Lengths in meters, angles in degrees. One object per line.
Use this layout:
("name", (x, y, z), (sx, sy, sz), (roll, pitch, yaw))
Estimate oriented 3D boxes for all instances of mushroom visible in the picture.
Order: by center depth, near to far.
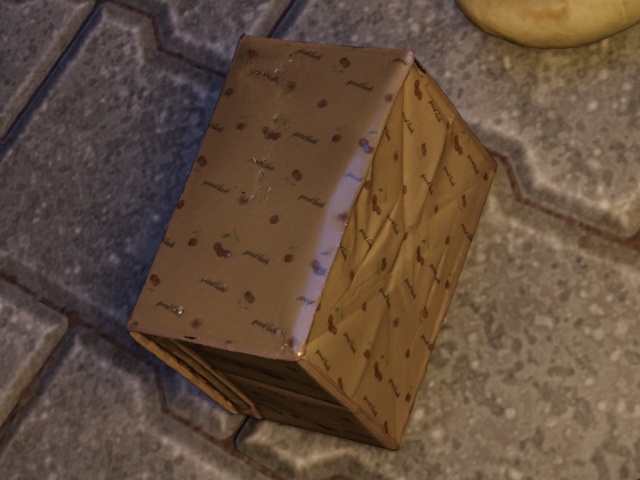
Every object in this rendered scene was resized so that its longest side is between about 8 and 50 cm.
("mushroom", (0.208, -0.310, 1.538), (0.260, 0.234, 0.254), (17, 76, 35))

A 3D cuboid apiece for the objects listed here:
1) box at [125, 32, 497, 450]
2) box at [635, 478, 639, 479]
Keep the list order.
("box", (0.000, 0.000, 1.482), (0.190, 0.225, 0.297), (8, 68, 30))
("box", (0.231, 0.351, 1.159), (0.263, 0.108, 0.403), (-39, 36, 57))
